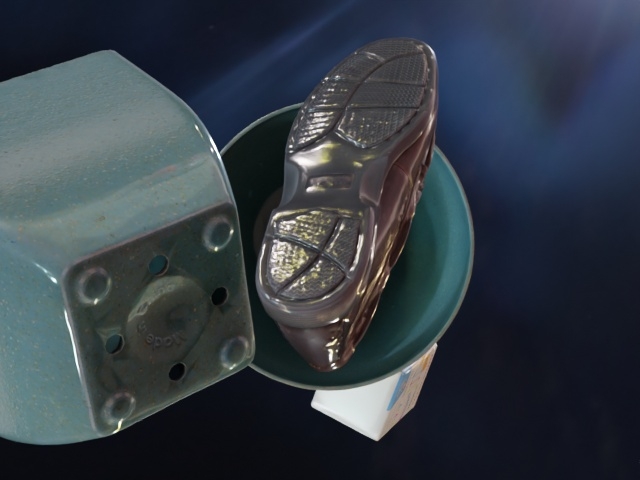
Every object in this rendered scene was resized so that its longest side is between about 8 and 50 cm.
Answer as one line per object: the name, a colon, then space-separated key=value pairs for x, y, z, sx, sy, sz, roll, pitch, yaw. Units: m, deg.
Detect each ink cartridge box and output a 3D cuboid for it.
ink cartridge box: x=0.068 y=0.154 z=1.363 sx=0.143 sy=0.089 sz=0.092 roll=-24 pitch=-43 yaw=-64

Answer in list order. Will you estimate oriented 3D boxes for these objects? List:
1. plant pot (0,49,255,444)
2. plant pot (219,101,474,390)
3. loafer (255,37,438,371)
plant pot: x=-0.186 y=0.021 z=0.926 sx=0.247 sy=0.252 sz=0.247 roll=-24 pitch=-57 yaw=-31
plant pot: x=0.000 y=0.000 z=1.256 sx=0.290 sy=0.195 sz=0.290 roll=0 pitch=-87 yaw=-7
loafer: x=0.026 y=-0.035 z=0.911 sx=0.095 sy=0.109 sz=0.303 roll=74 pitch=-151 yaw=-45
